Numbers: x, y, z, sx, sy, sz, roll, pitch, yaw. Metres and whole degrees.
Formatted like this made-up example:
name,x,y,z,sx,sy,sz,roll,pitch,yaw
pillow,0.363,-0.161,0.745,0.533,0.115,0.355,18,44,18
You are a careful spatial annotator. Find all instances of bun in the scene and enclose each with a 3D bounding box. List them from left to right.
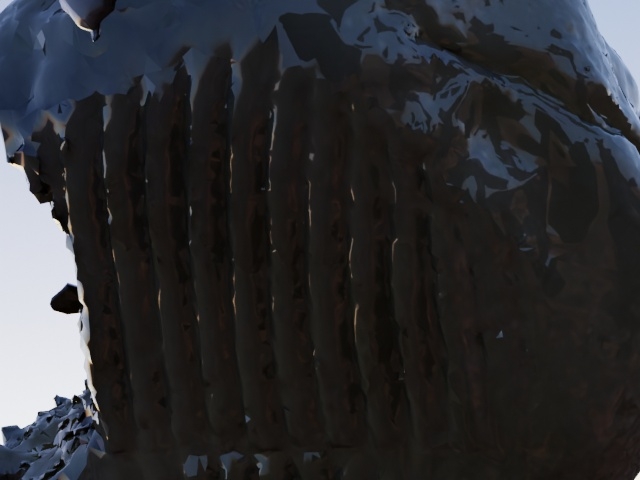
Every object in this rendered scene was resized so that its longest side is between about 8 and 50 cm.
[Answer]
name,x,y,z,sx,sy,sz,roll,pitch,yaw
bun,0.014,-0.002,0.665,0.281,0.281,0.205,-24,14,28

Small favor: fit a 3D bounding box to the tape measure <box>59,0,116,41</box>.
name,x,y,z,sx,sy,sz,roll,pitch,yaw
tape measure,-0.065,-0.159,0.338,0.196,0.178,0.105,33,-3,-42
